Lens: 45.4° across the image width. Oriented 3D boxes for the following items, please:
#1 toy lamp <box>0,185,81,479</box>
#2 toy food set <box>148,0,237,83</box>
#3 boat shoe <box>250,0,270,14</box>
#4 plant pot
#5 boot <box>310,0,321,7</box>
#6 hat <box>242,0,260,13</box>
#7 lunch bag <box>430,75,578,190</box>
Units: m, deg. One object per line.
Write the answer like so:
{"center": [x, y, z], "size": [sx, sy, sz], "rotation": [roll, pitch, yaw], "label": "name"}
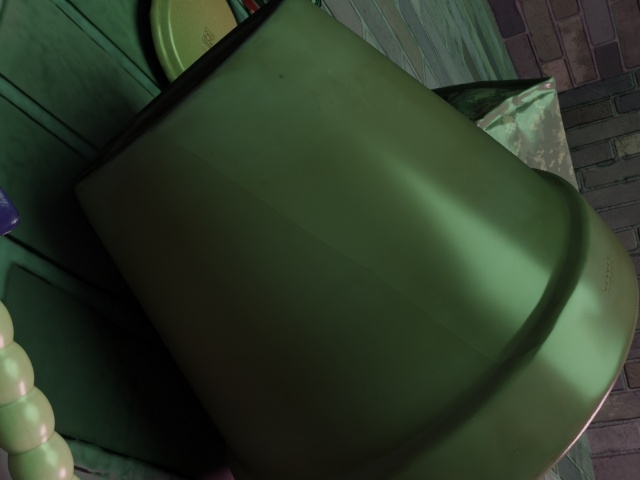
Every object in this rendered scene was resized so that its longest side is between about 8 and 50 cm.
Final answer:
{"center": [-0.154, 0.072, 0.370], "size": [0.080, 0.080, 0.275], "rotation": [-44, 118, -64], "label": "toy lamp"}
{"center": [-0.111, -0.174, 0.675], "size": [0.132, 0.038, 0.192], "rotation": [-39, 118, -58], "label": "toy food set"}
{"center": [-0.046, -0.245, 0.851], "size": [0.133, 0.042, 0.049], "rotation": [59, 30, -31], "label": "boat shoe"}
{"center": [0.000, 0.000, 0.527], "size": [0.280, 0.323, 0.323], "rotation": [48, 32, -20], "label": "plant pot"}
{"center": [-0.047, -0.327, 0.892], "size": [0.099, 0.045, 0.121], "rotation": [4, 66, -69], "label": "boot"}
{"center": [0.020, -0.165, 0.843], "size": [0.208, 0.172, 0.184], "rotation": [80, -11, -63], "label": "hat"}
{"center": [0.173, -0.071, 0.983], "size": [0.168, 0.287, 0.235], "rotation": [-31, 113, -28], "label": "lunch bag"}
